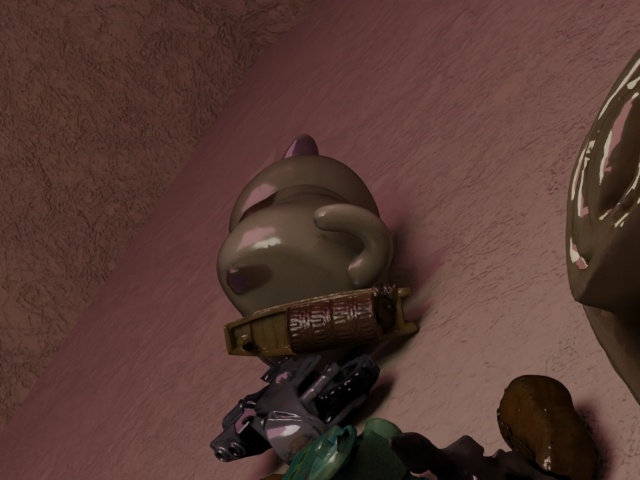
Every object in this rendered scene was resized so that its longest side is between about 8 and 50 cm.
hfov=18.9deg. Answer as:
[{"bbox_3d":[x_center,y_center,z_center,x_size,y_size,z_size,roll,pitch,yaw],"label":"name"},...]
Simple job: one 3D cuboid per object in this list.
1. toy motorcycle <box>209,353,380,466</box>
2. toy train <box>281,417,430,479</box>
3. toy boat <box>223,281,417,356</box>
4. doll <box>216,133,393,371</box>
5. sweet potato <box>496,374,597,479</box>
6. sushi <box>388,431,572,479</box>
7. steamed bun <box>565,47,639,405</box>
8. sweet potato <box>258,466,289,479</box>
[{"bbox_3d":[-0.041,0.208,2.203,0.270,0.106,0.159,-26,21,50],"label":"toy motorcycle"},{"bbox_3d":[-0.012,0.308,1.830,0.298,0.120,0.194,-59,9,-33],"label":"toy train"},{"bbox_3d":[-0.002,0.096,2.222,0.226,0.068,0.088,-10,2,10],"label":"toy boat"},{"bbox_3d":[-0.020,0.020,2.415,0.226,0.215,0.370,-37,16,4],"label":"doll"},{"bbox_3d":[0.195,0.179,1.629,0.081,0.062,0.233,-61,13,20],"label":"sweet potato"},{"bbox_3d":[0.077,0.310,1.188,0.294,0.281,0.299,-41,30,32],"label":"sushi"},{"bbox_3d":[0.311,-0.028,1.314,0.342,0.255,0.368,-49,24,20],"label":"steamed bun"},{"bbox_3d":[-0.108,0.354,2.099,0.273,0.075,0.075,-48,13,21],"label":"sweet potato"}]
